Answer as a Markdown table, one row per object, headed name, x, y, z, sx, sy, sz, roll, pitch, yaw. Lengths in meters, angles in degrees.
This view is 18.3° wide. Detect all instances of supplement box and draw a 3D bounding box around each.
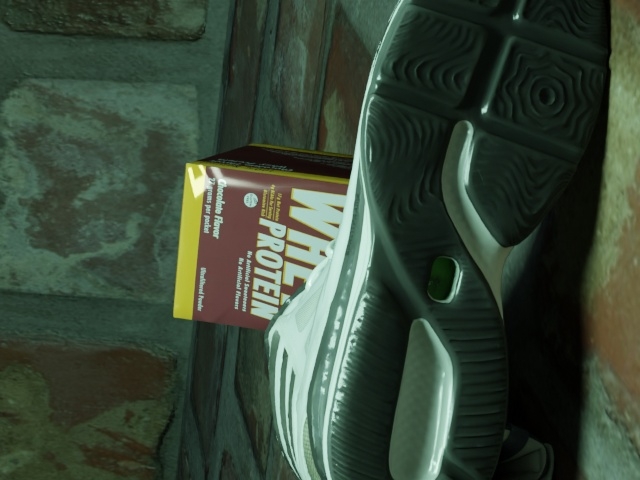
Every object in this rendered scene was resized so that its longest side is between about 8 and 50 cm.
| name | x | y | z | sx | sy | sz | roll | pitch | yaw |
| --- | --- | --- | --- | --- | --- | --- | --- | --- | --- |
| supplement box | 0.000 | 0.000 | 1.660 | 0.194 | 0.191 | 0.129 | -29 | -55 | -74 |

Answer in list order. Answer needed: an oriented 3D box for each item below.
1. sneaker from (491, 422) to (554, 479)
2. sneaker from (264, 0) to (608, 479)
| name | x | y | z | sx | sy | sz | roll | pitch | yaw |
| --- | --- | --- | --- | --- | --- | --- | --- | --- | --- |
| sneaker | 0.117 | 0.136 | 1.492 | 0.163 | 0.086 | 0.226 | 130 | 151 | -57 |
| sneaker | 0.049 | -0.023 | 1.430 | 0.257 | 0.169 | 0.448 | 0 | 74 | 68 |
